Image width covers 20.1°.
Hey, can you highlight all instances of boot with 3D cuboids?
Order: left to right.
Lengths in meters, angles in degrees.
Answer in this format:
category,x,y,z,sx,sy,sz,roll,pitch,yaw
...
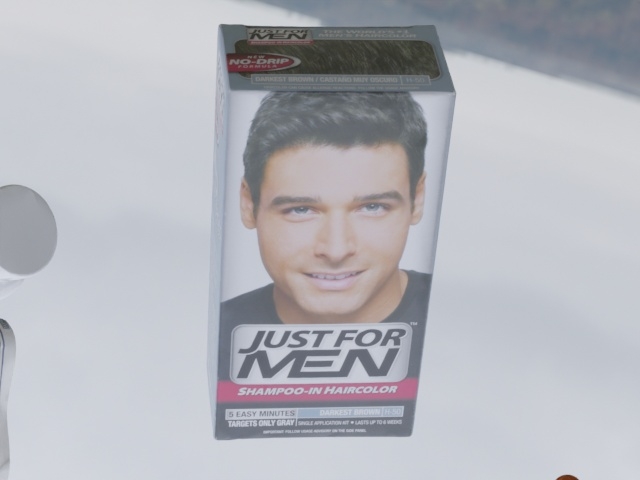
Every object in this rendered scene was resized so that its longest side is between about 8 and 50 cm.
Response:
category,x,y,z,sx,sy,sz,roll,pitch,yaw
boot,-0.335,0.164,1.661,0.086,0.190,0.069,-4,-168,-44

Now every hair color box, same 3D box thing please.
category,x,y,z,sx,sy,sz,roll,pitch,yaw
hair color box,0.000,0.000,1.568,0.185,0.374,0.113,-1,-144,-7

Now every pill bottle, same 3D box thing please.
category,x,y,z,sx,sy,sz,roll,pitch,yaw
pill bottle,-0.278,0.006,1.372,0.094,0.094,0.169,8,165,-44

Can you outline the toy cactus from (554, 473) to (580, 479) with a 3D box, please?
category,x,y,z,sx,sy,sz,roll,pitch,yaw
toy cactus,0.231,0.212,1.140,0.219,0.112,0.180,-22,-144,7
